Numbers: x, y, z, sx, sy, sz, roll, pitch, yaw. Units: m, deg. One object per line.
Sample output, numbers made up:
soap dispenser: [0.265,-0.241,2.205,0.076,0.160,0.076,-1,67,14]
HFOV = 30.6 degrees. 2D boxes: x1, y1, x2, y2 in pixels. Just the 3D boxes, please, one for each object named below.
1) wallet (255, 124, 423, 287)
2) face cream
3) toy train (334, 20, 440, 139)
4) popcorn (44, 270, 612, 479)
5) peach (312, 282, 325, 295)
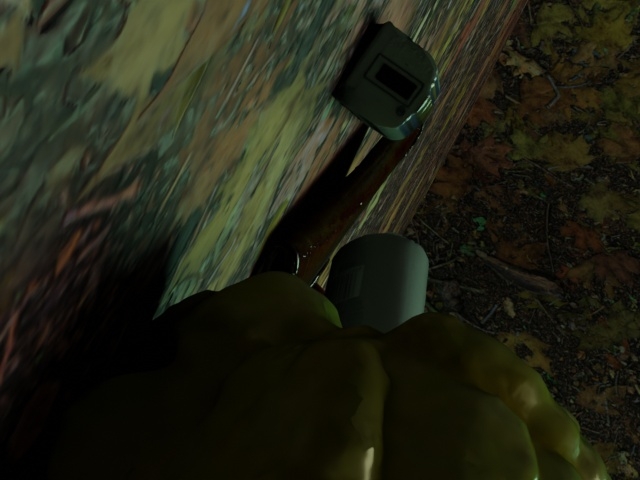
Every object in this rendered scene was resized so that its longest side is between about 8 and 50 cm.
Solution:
wallet: [0.000,0.000,0.827,0.137,0.031,0.255,-60,175,33]
face cream: [0.023,0.121,0.842,0.107,0.073,0.269,-48,-158,47]
toy train: [0.052,-0.092,0.755,0.055,0.048,0.252,-59,176,6]
popcorn: [0.011,0.130,0.443,0.195,0.255,0.256,-61,169,-16]
peach: [-0.040,0.139,1.008,0.189,0.068,0.279,-57,174,-27]
